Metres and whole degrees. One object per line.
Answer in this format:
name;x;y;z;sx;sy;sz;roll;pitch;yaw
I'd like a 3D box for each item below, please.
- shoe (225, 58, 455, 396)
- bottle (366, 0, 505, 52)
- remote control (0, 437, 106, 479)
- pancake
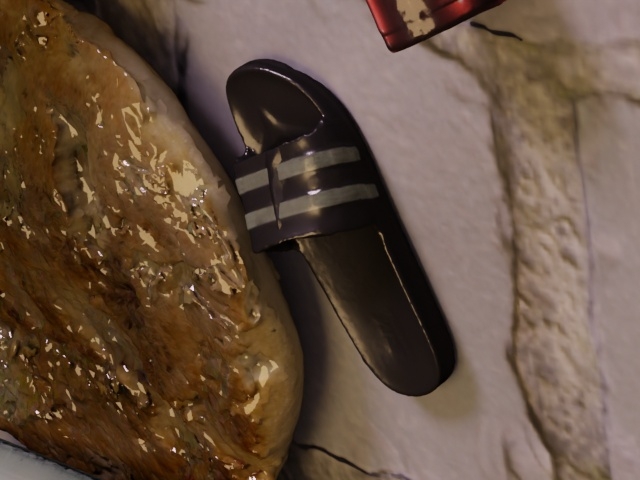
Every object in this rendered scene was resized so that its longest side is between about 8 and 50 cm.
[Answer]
shoe;0.000;0.000;0.853;0.071;0.049;0.179;-21;99;52
bottle;0.015;-0.158;0.716;0.060;0.060;0.164;-16;102;52
remote control;-0.123;0.188;1.089;0.344;0.050;0.145;11;149;44
pancake;-0.140;0.008;1.011;0.356;0.065;0.356;31;138;32
